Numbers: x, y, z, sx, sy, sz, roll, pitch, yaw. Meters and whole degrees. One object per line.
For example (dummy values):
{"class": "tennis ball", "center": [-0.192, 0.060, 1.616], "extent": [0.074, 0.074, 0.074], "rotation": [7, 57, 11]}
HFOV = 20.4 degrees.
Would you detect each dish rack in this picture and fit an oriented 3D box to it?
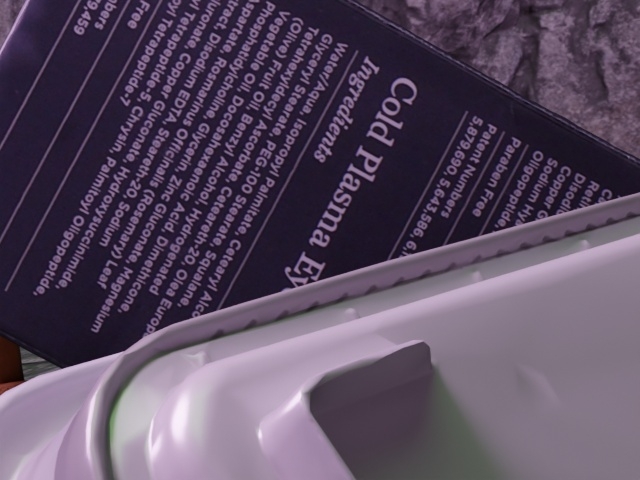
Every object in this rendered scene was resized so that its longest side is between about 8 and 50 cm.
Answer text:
{"class": "dish rack", "center": [0.111, 0.100, 0.387], "extent": [0.332, 0.285, 0.072], "rotation": [-15, -27, -46]}

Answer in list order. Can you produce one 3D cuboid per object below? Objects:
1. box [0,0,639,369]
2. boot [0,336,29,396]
{"class": "box", "center": [0.000, 0.000, 0.819], "extent": [0.312, 0.179, 0.343], "rotation": [27, 1, -6]}
{"class": "boot", "center": [-0.245, 0.145, 0.779], "extent": [0.283, 0.220, 0.109], "rotation": [-10, 5, -12]}
